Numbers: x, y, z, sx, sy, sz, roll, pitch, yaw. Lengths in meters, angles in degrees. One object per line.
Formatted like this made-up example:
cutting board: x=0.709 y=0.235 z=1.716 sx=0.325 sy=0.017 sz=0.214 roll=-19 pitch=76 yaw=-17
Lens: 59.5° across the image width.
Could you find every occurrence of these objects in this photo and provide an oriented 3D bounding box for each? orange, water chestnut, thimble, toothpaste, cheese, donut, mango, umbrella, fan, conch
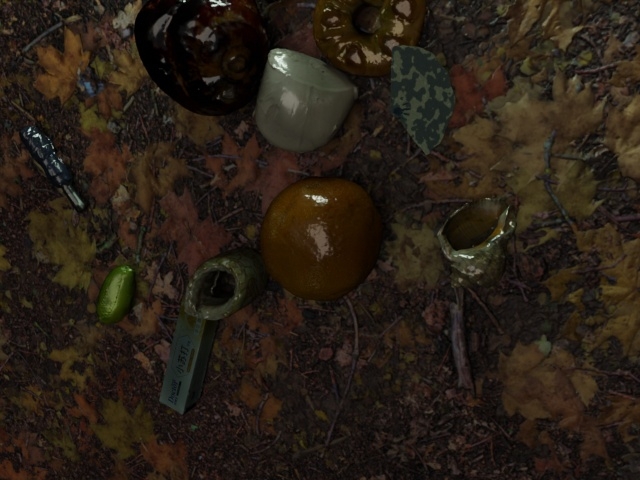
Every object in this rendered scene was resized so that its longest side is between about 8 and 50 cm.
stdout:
orange: x=0.000 y=0.000 z=1.150 sx=0.264 sy=0.264 sz=0.264 roll=4 pitch=103 yaw=18
water chestnut: x=-0.229 y=-0.402 z=1.146 sx=0.288 sy=0.244 sz=0.289 roll=13 pitch=135 yaw=13
thimble: x=-0.220 y=0.105 z=1.299 sx=0.190 sy=0.143 sz=0.137 roll=-41 pitch=88 yaw=21
toothpaste: x=-0.329 y=0.286 z=1.420 sx=0.089 sy=0.071 sz=0.313 roll=22 pitch=109 yaw=17
cheese: x=-0.038 y=-0.272 z=1.139 sx=0.198 sy=0.154 sz=0.189 roll=20 pitch=116 yaw=-13
donut: x=0.095 y=-0.428 z=1.090 sx=0.226 sy=0.114 sz=0.227 roll=4 pitch=104 yaw=17
mango: x=-0.523 y=0.140 z=1.450 sx=0.091 sy=0.074 sz=0.165 roll=29 pitch=97 yaw=16
umbrella: x=-0.676 y=-0.184 z=1.435 sx=0.071 sy=0.071 sz=0.248 roll=-35 pitch=94 yaw=22
fan: x=0.197 y=-0.275 z=1.093 sx=0.131 sy=0.009 sz=0.240 roll=-23 pitch=124 yaw=3
conch: x=0.311 y=0.002 z=1.106 sx=0.155 sy=0.130 sz=0.207 roll=33 pitch=94 yaw=-23

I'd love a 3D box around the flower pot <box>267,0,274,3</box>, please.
flower pot: x=-0.099 y=-0.543 z=1.141 sx=0.111 sy=0.111 sz=0.089 roll=-28 pitch=105 yaw=22
